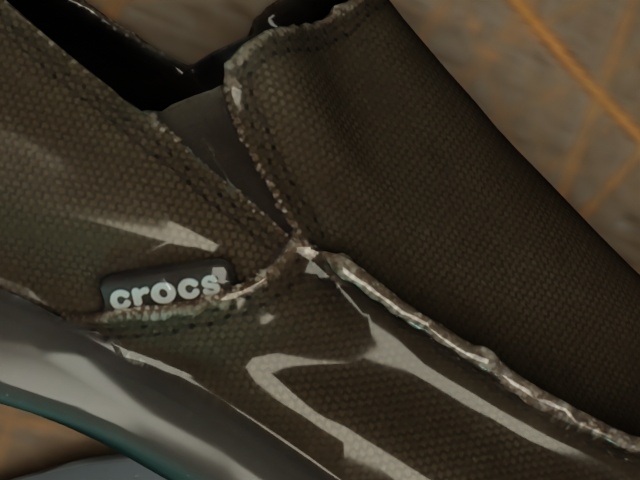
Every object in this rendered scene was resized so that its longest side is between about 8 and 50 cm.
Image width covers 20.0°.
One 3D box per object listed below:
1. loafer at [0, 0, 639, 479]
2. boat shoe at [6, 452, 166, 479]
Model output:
[{"bbox_3d":[0.000,0.000,0.459,0.366,0.134,0.130,22,100,-8],"label":"loafer"},{"bbox_3d":[-0.117,0.146,0.517,0.258,0.095,0.084,-25,131,5],"label":"boat shoe"}]
